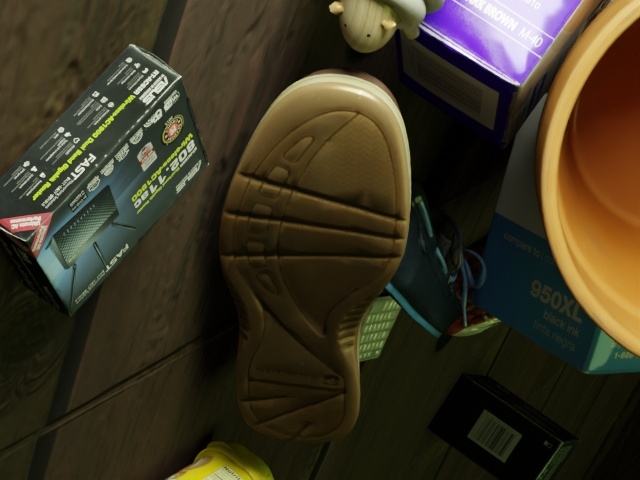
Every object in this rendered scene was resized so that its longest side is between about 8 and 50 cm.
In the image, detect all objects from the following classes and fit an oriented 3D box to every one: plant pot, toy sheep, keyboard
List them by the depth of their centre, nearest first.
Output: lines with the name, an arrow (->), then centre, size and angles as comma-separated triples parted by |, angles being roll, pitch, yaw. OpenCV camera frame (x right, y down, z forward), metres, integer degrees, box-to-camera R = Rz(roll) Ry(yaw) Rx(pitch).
toy sheep -> 0.048, -0.174, 0.814 | 0.132, 0.091, 0.091 | -69, 161, -7
plant pot -> 0.286, -0.069, 0.956 | 0.291, 0.291, 0.203 | -62, -172, 15
keyboard -> 0.018, 0.085, 1.235 | 0.072, 0.014, 0.256 | -61, 160, 13

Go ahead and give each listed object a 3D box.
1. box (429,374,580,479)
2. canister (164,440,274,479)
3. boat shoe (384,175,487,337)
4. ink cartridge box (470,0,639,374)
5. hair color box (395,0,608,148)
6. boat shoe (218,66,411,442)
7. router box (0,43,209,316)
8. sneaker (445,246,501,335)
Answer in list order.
box -> 0.248, 0.260, 1.812 | 0.093, 0.156, 0.158 | -57, 160, 5
canister -> -0.122, 0.245, 1.077 | 0.170, 0.073, 0.126 | -24, 143, -53
boat shoe -> 0.092, 0.018, 1.161 | 0.089, 0.109, 0.258 | -45, 162, 0
ink cartridge box -> 0.331, -0.095, 1.198 | 0.285, 0.166, 0.395 | 1, 110, -34
hair color box -> 0.189, -0.243, 0.950 | 0.339, 0.110, 0.185 | -56, 171, -4
boat shoe -> 0.000, 0.000, 0.960 | 0.342, 0.123, 0.123 | 93, 6, -45
router box -> -0.117, -0.030, 0.721 | 0.122, 0.038, 0.092 | -49, 159, -18
sneaker -> 0.192, 0.056, 1.478 | 0.225, 0.088, 0.092 | -30, 149, -50
